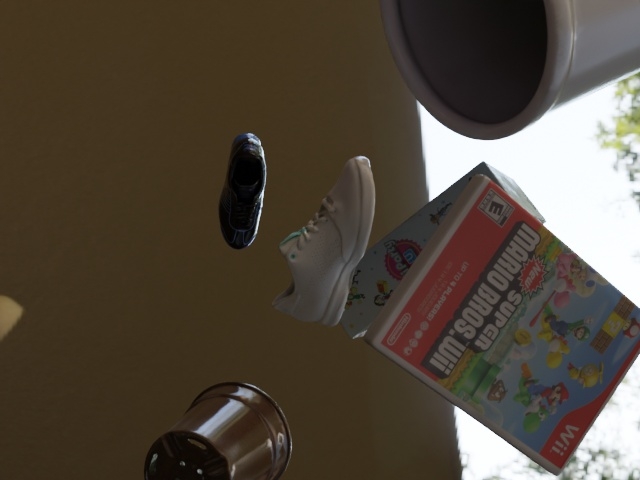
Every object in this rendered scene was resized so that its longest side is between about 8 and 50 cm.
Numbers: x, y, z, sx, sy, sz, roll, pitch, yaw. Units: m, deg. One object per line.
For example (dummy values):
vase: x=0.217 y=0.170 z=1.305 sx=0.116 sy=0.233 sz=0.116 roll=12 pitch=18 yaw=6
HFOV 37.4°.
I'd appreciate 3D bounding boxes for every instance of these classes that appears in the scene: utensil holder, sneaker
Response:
utensil holder: x=0.326 y=-0.346 z=1.262 sx=0.385 sy=0.327 sz=0.328 roll=-24 pitch=-70 yaw=-26
sneaker: x=-0.146 y=-0.077 z=1.746 sx=0.081 sy=0.090 sz=0.232 roll=2 pitch=-64 yaw=-8
sneaker: x=0.000 y=0.000 z=1.096 sx=0.094 sy=0.080 sz=0.212 roll=12 pitch=-71 yaw=-12

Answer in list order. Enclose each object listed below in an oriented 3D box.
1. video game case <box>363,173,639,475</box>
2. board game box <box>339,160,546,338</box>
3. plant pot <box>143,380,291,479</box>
video game case: x=0.206 y=0.094 z=0.983 sx=0.285 sy=0.025 sz=0.204 roll=37 pitch=-94 yaw=-23
board game box: x=0.173 y=0.022 z=1.411 sx=0.098 sy=0.303 sz=0.224 roll=55 pitch=-164 yaw=17
plant pot: x=-0.146 y=0.291 z=1.274 sx=0.165 sy=0.166 sz=0.167 roll=-19 pitch=-74 yaw=-70
